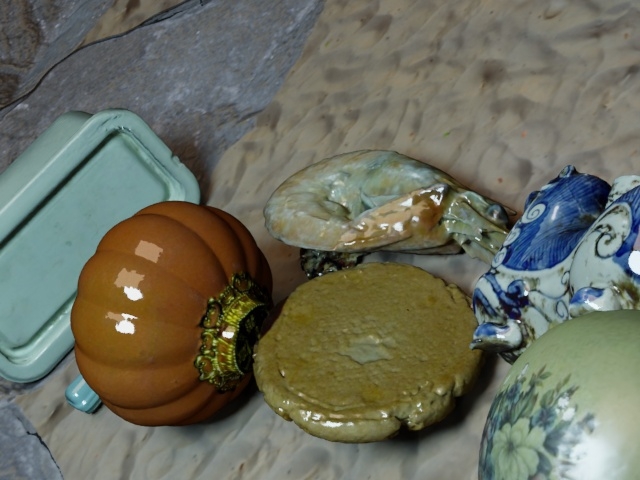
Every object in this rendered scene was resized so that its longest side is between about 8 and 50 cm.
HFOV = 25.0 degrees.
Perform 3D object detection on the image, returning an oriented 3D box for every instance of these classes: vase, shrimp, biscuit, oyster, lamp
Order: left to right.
[{"bbox_3d":[-0.139,0.071,1.388,0.196,0.223,0.223,16,62,31],"label":"lamp"},{"bbox_3d":[-0.001,-0.001,1.497,0.086,0.029,0.132,-46,40,-8],"label":"oyster"},{"bbox_3d":[0.045,0.099,1.300,0.226,0.042,0.226,-5,37,4],"label":"biscuit"},{"bbox_3d":[0.066,-0.020,1.404,0.168,0.077,0.317,-35,33,-26],"label":"shrimp"},{"bbox_3d":[0.195,0.222,0.993,0.329,0.241,0.302,-29,43,61],"label":"vase"}]

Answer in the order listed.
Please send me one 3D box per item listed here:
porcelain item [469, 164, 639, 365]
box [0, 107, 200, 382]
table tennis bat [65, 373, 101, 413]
[{"bbox_3d":[0.238,0.020,1.151,0.288,0.138,0.186,-22,41,62],"label":"porcelain item"},{"bbox_3d":[-0.312,-0.014,1.667,0.312,0.175,0.182,-46,30,-8],"label":"box"},{"bbox_3d":[-0.186,0.090,1.559,0.237,0.038,0.149,-48,39,-16],"label":"table tennis bat"}]
